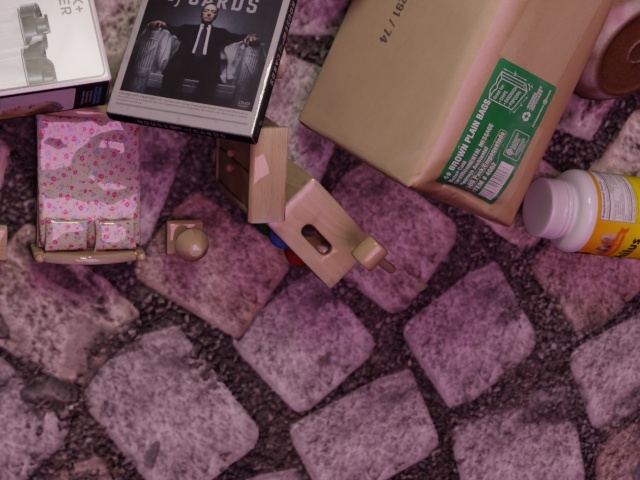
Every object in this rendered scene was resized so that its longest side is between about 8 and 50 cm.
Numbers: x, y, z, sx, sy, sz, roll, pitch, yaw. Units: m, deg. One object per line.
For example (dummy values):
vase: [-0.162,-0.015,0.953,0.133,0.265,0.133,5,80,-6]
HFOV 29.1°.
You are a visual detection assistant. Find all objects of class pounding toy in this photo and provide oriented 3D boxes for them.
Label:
pounding toy: [0.008,0.008,1.555,0.094,0.206,0.181,-44,116,-2]

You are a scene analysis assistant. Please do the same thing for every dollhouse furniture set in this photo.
dollhouse furniture set: [-0.230,-0.108,1.453,0.356,0.174,0.303,-2,107,-19]

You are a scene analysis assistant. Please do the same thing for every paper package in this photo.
paper package: [0.159,-0.225,1.476,0.168,0.309,0.324,20,100,-32]

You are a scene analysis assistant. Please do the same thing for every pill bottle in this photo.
pill bottle: [0.396,-0.036,1.729,0.215,0.117,0.117,6,104,-21]

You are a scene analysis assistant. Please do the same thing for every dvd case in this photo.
dvd case: [-0.129,-0.235,1.424,0.179,0.029,0.238,10,74,13]

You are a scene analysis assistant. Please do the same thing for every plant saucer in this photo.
plant saucer: [0.420,-0.263,1.664,0.199,0.036,0.198,-20,139,-19]

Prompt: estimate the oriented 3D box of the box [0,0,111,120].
box: [-0.392,-0.220,1.370,0.290,0.087,0.169,-10,79,-17]
